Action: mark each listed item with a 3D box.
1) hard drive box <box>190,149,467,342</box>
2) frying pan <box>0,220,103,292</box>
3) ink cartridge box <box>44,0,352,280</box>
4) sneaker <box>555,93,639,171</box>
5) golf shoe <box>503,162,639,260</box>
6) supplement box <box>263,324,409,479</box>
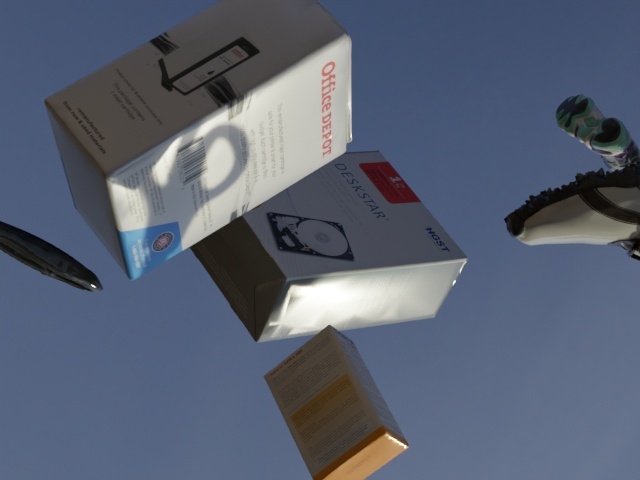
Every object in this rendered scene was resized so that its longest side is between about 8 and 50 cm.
[{"bbox_3d":[0.000,0.000,1.429,0.181,0.232,0.089,52,-48,34],"label":"hard drive box"},{"bbox_3d":[-0.284,-0.037,0.867,0.197,0.053,0.326,14,-21,22],"label":"frying pan"},{"bbox_3d":[-0.082,-0.083,1.026,0.086,0.203,0.148,49,-20,25],"label":"ink cartridge box"},{"bbox_3d":[0.247,-0.085,1.234,0.069,0.038,0.098,44,6,-34],"label":"sneaker"},{"bbox_3d":[0.215,-0.005,0.872,0.198,0.077,0.094,-9,-93,7],"label":"golf shoe"},{"bbox_3d":[0.010,0.116,0.962,0.062,0.036,0.098,-38,-129,12],"label":"supplement box"}]
